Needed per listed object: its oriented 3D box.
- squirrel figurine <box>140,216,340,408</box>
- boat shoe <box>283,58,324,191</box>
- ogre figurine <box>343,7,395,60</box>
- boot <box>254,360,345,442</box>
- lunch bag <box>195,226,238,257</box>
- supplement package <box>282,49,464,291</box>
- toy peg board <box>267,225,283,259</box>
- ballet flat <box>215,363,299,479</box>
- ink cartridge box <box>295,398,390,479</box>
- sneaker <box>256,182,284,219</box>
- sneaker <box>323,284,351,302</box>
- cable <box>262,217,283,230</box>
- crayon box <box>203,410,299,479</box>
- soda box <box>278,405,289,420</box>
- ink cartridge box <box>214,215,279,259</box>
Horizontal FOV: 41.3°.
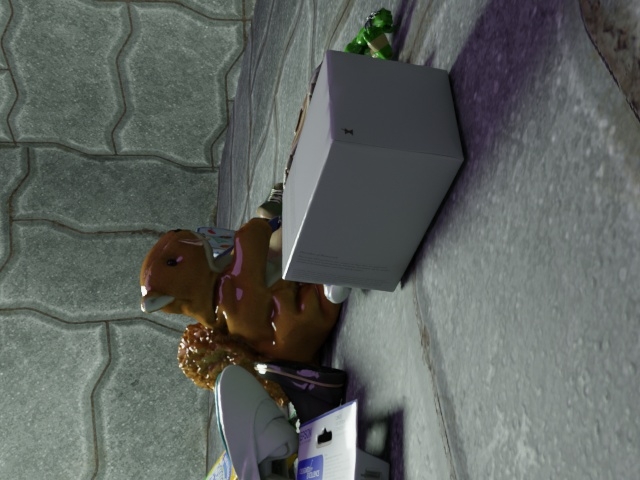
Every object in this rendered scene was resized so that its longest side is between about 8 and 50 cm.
[{"bbox_3d":[-0.177,0.148,1.689,0.281,0.371,0.396,-121,39,-70],"label":"squirrel figurine"},{"bbox_3d":[0.006,-0.212,1.673,0.116,0.123,0.324,-92,20,-62],"label":"boat shoe"},{"bbox_3d":[0.075,-0.278,1.430,0.118,0.097,0.196,-16,86,59],"label":"ogre figurine"},{"bbox_3d":[-0.046,0.293,1.542,0.198,0.077,0.136,4,92,43],"label":"boot"},{"bbox_3d":[-0.252,0.048,2.390,0.303,0.243,0.114,-129,47,-72],"label":"lunch bag"},{"bbox_3d":[0.060,-0.087,1.183,0.293,0.176,0.177,111,163,-49],"label":"supplement package"},{"bbox_3d":[-0.059,0.051,1.947,0.161,0.079,0.161,-31,52,55],"label":"toy peg board"},{"bbox_3d":[-0.084,0.413,1.511,0.139,0.139,0.399,159,101,-76],"label":"ballet flat"},{"bbox_3d":[0.022,0.423,1.309,0.303,0.072,0.307,134,147,-64],"label":"ink cartridge box"},{"bbox_3d":[-0.115,-0.108,2.175,0.192,0.064,0.086,-37,-37,-77],"label":"sneaker"},{"bbox_3d":[0.000,0.000,1.502,0.091,0.126,0.240,68,-155,-58],"label":"sneaker"},{"bbox_3d":[-0.144,-0.040,2.300,0.139,0.072,0.287,-46,18,18],"label":"cable"},{"bbox_3d":[-0.149,0.469,1.729,0.322,0.083,0.203,-54,11,0],"label":"crayon box"},{"bbox_3d":[-0.141,0.379,2.066,0.286,0.091,0.098,-104,24,-58],"label":"soda box"},{"bbox_3d":[-0.171,0.143,2.027,0.324,0.072,0.330,-39,-34,-58],"label":"ink cartridge box"}]
